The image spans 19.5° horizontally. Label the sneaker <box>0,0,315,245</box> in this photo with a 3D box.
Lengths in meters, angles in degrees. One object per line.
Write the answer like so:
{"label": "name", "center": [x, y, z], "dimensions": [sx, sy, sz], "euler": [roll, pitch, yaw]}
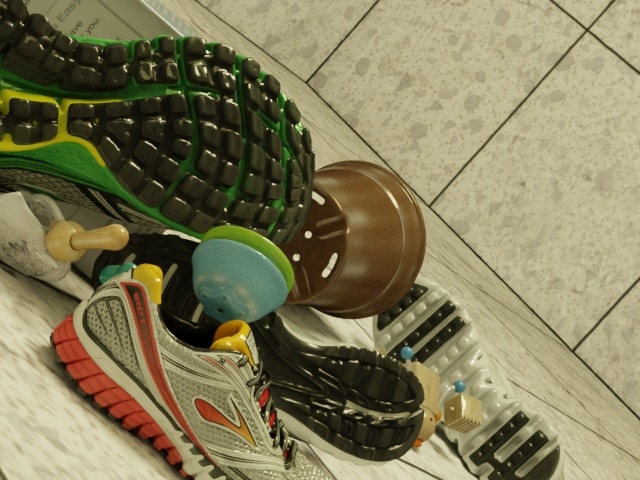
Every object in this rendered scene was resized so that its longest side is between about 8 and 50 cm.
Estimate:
{"label": "sneaker", "center": [-0.160, -0.083, 1.290], "dimensions": [0.343, 0.134, 0.146], "euler": [21, -17, -20]}

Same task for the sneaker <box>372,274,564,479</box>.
{"label": "sneaker", "center": [0.154, 0.162, 1.935], "dimensions": [0.292, 0.110, 0.118], "euler": [55, 6, 29]}

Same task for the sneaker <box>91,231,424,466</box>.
{"label": "sneaker", "center": [-0.056, 0.087, 1.361], "dimensions": [0.271, 0.100, 0.108], "euler": [33, -19, -23]}

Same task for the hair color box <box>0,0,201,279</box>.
{"label": "hair color box", "center": [-0.238, -0.156, 1.383], "dimensions": [0.374, 0.185, 0.113], "euler": [40, 7, -10]}

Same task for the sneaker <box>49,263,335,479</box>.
{"label": "sneaker", "center": [-0.059, 0.105, 1.167], "dimensions": [0.225, 0.093, 0.088], "euler": [41, 6, -13]}

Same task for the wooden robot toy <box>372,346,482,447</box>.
{"label": "wooden robot toy", "center": [0.087, 0.165, 1.771], "dimensions": [0.173, 0.076, 0.079], "euler": [34, 46, -44]}

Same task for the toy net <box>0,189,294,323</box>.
{"label": "toy net", "center": [-0.134, 0.017, 1.238], "dimensions": [0.232, 0.045, 0.122], "euler": [21, -37, 9]}

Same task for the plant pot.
{"label": "plant pot", "center": [0.000, 0.000, 1.870], "dimensions": [0.167, 0.167, 0.165], "euler": [44, 17, 17]}
